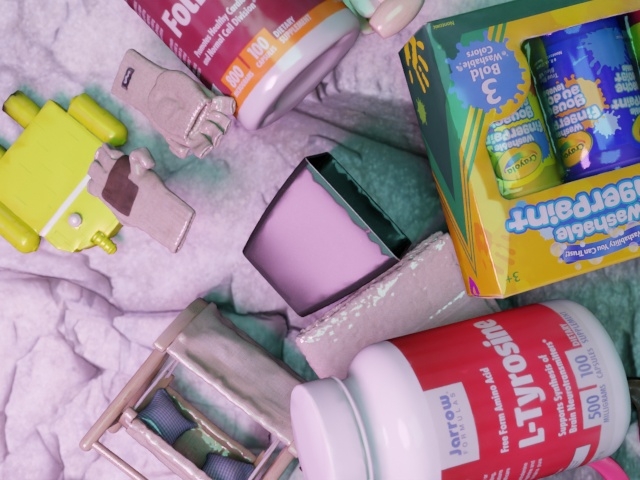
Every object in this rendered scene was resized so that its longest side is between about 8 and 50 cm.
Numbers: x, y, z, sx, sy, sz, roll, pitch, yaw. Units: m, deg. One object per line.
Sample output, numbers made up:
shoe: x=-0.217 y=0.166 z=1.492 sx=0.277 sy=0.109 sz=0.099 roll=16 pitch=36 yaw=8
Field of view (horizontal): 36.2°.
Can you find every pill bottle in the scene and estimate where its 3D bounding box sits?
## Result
pill bottle: x=0.178 y=0.227 z=1.297 sx=0.407 sy=0.229 sz=0.229 roll=-12 pitch=89 yaw=-17
pill bottle: x=-0.151 y=-0.365 z=1.370 sx=0.224 sy=0.224 sz=0.392 roll=-44 pitch=88 yaw=2

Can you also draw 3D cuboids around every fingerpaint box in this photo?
fingerpaint box: x=0.378 y=-0.157 z=1.341 sx=0.444 sy=0.163 sz=0.371 roll=-15 pitch=89 yaw=-8

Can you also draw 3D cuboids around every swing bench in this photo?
swing bench: x=-0.154 y=0.255 z=1.401 sx=0.253 sy=0.165 sz=0.255 roll=37 pitch=91 yaw=3

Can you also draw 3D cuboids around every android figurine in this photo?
android figurine: x=-0.389 y=-0.093 z=1.467 sx=0.273 sy=0.056 sz=0.248 roll=42 pitch=91 yaw=4

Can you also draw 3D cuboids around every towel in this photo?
towel: x=0.120 y=0.131 z=1.419 sx=0.282 sy=0.049 sz=0.187 roll=-35 pitch=104 yaw=-5

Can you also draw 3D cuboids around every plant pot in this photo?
plant pot: x=0.000 y=0.000 z=1.395 sx=0.167 sy=0.188 sz=0.187 roll=-43 pitch=89 yaw=14

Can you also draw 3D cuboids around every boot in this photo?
boot: x=0.464 y=0.255 z=1.439 sx=0.106 sy=0.037 sz=0.114 roll=-10 pitch=94 yaw=5

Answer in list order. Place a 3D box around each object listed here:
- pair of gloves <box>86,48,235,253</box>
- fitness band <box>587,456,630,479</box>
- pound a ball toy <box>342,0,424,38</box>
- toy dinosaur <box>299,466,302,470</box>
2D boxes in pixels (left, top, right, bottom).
pair of gloves: x=-0.228 y=-0.124 z=1.369 sx=0.204 sy=0.042 sz=0.240 roll=28 pitch=106 yaw=28
fitness band: x=0.317 y=0.385 z=1.438 sx=0.290 sy=0.054 sz=0.209 roll=12 pitch=88 yaw=2
pound a ball toy: x=0.059 y=-0.430 z=1.370 sx=0.135 sy=0.208 sz=0.319 roll=-32 pitch=88 yaw=2
toy dinosaur: x=0.028 y=0.345 z=1.456 sx=0.082 sy=0.047 sz=0.090 roll=-38 pitch=78 yaw=-16
